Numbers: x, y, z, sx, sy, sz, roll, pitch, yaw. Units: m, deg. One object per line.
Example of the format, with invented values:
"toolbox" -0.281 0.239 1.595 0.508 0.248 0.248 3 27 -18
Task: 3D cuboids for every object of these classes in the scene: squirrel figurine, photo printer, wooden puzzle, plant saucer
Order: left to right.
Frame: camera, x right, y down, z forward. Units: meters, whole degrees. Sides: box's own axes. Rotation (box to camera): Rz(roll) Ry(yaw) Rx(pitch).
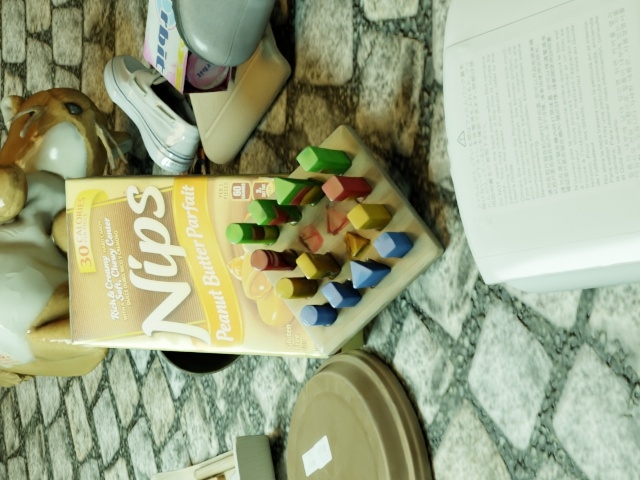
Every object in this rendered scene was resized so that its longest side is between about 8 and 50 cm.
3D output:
"squirrel figurine" -0.392 -0.009 2.179 0.397 0.281 0.370 119 163 -66
"wooden puzzle" -0.109 -0.241 1.891 0.221 0.044 0.239 -51 54 53
"plant saucer" 0.032 0.250 1.671 0.278 0.041 0.278 17 109 63
"photo printer" 0.201 -0.092 1.201 0.307 0.107 0.256 -14 83 60

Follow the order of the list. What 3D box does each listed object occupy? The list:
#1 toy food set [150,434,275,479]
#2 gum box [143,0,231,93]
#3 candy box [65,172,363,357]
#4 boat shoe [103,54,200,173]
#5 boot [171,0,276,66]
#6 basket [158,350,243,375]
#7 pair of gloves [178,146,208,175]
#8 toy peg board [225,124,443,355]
"toy food set" -0.129 0.364 1.945 0.306 0.092 0.220 -32 66 60
"gum box" -0.141 -0.273 1.829 0.107 0.062 0.188 44 134 47
"candy box" -0.113 0.022 1.700 0.316 0.087 0.183 0 94 27
"boat shoe" -0.200 -0.177 2.054 0.076 0.083 0.226 -56 48 24
"boot" -0.041 -0.308 1.631 0.223 0.118 0.338 43 125 53
"basket" -0.169 0.033 1.926 0.227 0.154 0.204 -157 70 -65
"pair of gloves" -0.158 -0.079 2.037 0.083 0.010 0.074 -7 86 61
"toy peg board" 0.000 0.000 1.538 0.161 0.079 0.160 -44 69 23
